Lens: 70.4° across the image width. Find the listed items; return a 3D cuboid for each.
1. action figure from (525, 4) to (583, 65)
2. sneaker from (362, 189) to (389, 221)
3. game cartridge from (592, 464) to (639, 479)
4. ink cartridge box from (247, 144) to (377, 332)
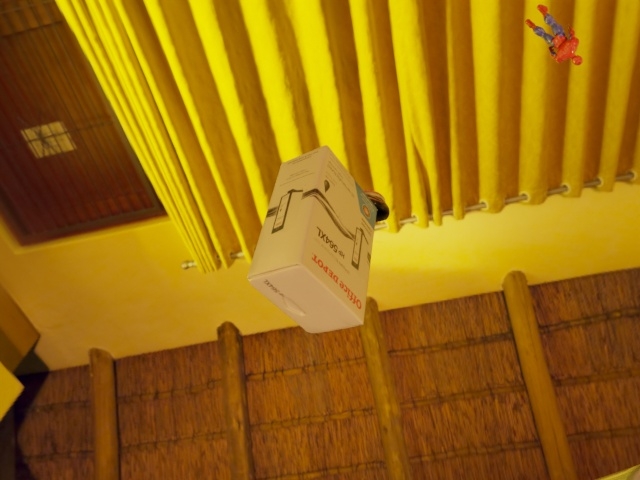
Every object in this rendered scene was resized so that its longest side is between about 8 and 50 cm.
[{"bbox_3d":[0.310,-0.264,0.592,0.030,0.038,0.115,14,-133,-29],"label":"action figure"},{"bbox_3d":[0.045,-0.058,0.830,0.178,0.072,0.077,-10,-158,-10],"label":"sneaker"},{"bbox_3d":[0.352,0.253,0.394,0.297,0.198,0.062,11,-135,-8],"label":"game cartridge"},{"bbox_3d":[0.000,0.000,0.609,0.086,0.148,0.203,-16,-135,31],"label":"ink cartridge box"}]
